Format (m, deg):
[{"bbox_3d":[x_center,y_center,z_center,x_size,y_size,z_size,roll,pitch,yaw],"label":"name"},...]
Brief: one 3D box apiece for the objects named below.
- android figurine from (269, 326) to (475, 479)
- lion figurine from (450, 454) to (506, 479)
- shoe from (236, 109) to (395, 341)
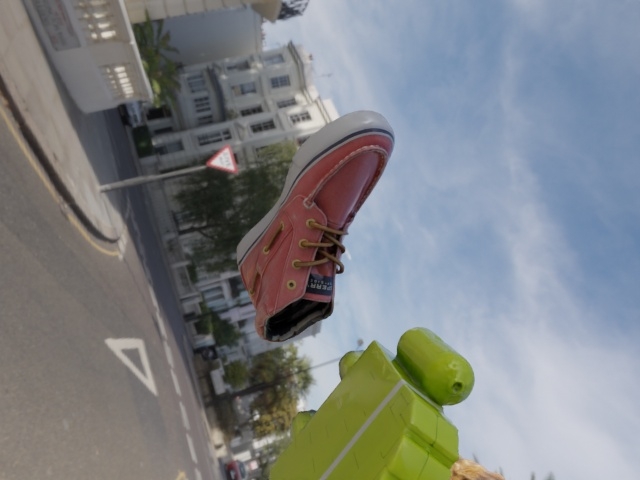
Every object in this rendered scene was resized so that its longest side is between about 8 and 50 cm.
[{"bbox_3d":[0.027,0.180,0.422,0.056,0.248,0.273,39,-1,-7],"label":"android figurine"},{"bbox_3d":[0.246,0.387,0.643,0.240,0.142,0.392,52,-15,12],"label":"lion figurine"},{"bbox_3d":[0.000,0.000,0.357,0.178,0.063,0.081,-47,-131,39],"label":"shoe"}]
